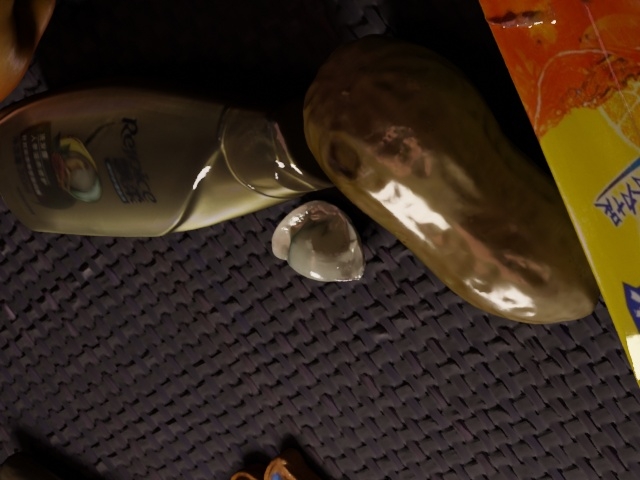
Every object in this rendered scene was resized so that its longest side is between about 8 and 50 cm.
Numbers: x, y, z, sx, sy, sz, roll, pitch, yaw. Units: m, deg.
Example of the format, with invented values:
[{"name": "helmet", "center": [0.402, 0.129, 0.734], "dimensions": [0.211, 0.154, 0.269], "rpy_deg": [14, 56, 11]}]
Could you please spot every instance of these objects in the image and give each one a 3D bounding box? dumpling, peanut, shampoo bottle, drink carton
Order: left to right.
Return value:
[{"name": "shampoo bottle", "center": [-0.116, -0.065, 1.498], "dimensions": [0.350, 0.084, 0.126], "rpy_deg": [0, 117, 46]}, {"name": "dumpling", "center": [0.002, 0.000, 1.459], "dimensions": [0.077, 0.043, 0.059], "rpy_deg": [25, 120, 55]}, {"name": "peanut", "center": [0.087, -0.036, 1.280], "dimensions": [0.236, 0.110, 0.120], "rpy_deg": [44, 134, 9]}, {"name": "drink carton", "center": [0.225, -0.032, 1.136], "dimensions": [0.154, 0.111, 0.351], "rpy_deg": [-4, 117, 49]}]

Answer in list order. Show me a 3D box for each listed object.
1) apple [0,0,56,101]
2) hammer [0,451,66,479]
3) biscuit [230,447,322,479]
[{"name": "apple", "center": [-0.311, -0.189, 1.485], "dimensions": [0.241, 0.242, 0.242], "rpy_deg": [11, 128, 23]}, {"name": "hammer", "center": [-0.142, 0.301, 1.829], "dimensions": [0.440, 0.044, 0.168], "rpy_deg": [27, 156, 36]}, {"name": "biscuit", "center": [-0.023, 0.260, 1.703], "dimensions": [0.280, 0.043, 0.183], "rpy_deg": [-9, 108, 47]}]
